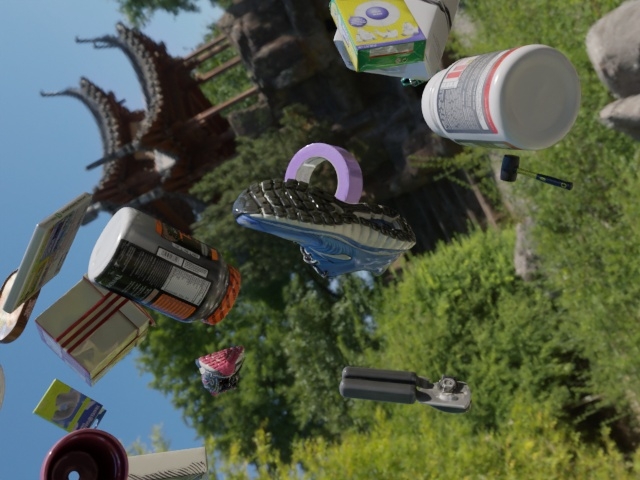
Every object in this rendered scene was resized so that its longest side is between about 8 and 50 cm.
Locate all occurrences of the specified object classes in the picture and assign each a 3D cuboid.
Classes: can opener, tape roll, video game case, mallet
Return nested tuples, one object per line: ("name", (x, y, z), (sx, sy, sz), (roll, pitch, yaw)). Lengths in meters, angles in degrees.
("can opener", (0.185, 0.337, 1.477), (0.076, 0.283, 0.095), (-73, -17, -54))
("tape roll", (0.009, -0.197, 2.366), (0.090, 0.275, 0.275), (2, -120, -55))
("video game case", (-0.540, 0.020, 1.350), (0.023, 0.212, 0.193), (30, -157, -5))
("mallet", (0.474, -0.135, 1.507), (0.189, 0.039, 0.062), (39, 127, 47))

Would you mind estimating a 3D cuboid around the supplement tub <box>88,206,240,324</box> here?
("supplement tub", (-0.383, 0.075, 1.696), (0.338, 0.207, 0.207), (29, -153, -29))

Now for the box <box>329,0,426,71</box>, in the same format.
("box", (0.080, -0.325, 1.007), (0.043, 0.105, 0.179), (88, 168, -48))

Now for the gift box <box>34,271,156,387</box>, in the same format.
("gift box", (-0.662, 0.246, 1.999), (0.255, 0.258, 0.276), (45, 154, -1))

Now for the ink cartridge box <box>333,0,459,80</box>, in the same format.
("ink cartridge box", (0.243, -0.698, 1.998), (0.166, 0.285, 0.395), (43, -117, -64))

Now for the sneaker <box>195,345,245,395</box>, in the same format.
("sneaker", (-0.256, 0.349, 1.808), (0.299, 0.121, 0.112), (136, 117, -72))

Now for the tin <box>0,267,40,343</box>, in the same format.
("tin", (-0.741, 0.158, 1.641), (0.040, 0.106, 0.190), (50, -129, -56))

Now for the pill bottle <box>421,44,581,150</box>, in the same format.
("pill bottle", (0.379, -0.309, 1.504), (0.210, 0.210, 0.363), (61, 169, -17))

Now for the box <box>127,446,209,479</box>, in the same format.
("box", (-0.510, 0.761, 2.245), (0.113, 0.275, 0.094), (96, 165, -51))

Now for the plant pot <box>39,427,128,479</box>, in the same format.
("plant pot", (-0.593, 0.575, 1.676), (0.180, 0.201, 0.201), (-33, 81, 55))

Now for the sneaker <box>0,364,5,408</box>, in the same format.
("sneaker", (-0.656, 0.334, 1.169), (0.102, 0.282, 0.161), (25, 180, 5))

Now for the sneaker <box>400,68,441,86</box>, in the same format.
("sneaker", (0.332, -0.541, 2.252), (0.065, 0.076, 0.166), (47, 162, -29))

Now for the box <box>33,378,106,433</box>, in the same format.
("box", (-0.711, 0.487, 1.941), (0.178, 0.042, 0.109), (35, -120, -14))

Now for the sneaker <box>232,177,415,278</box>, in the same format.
("sneaker", (0.000, 0.000, 1.173), (0.330, 0.147, 0.130), (16, -148, -24))
